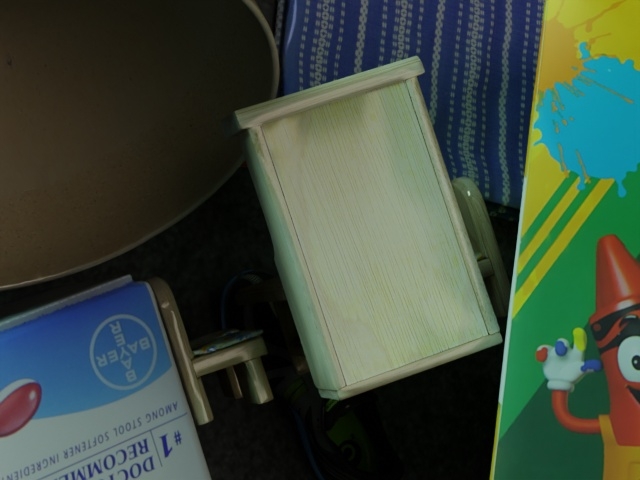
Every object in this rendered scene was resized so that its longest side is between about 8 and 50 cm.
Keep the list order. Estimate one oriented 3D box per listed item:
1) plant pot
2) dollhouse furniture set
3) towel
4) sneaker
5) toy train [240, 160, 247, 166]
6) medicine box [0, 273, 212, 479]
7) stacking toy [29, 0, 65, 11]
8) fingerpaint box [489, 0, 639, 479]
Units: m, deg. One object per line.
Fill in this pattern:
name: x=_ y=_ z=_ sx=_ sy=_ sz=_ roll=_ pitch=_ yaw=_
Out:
plant pot: x=-0.189 y=-0.127 z=0.883 sx=0.284 sy=0.284 sz=0.191 roll=-2 pitch=54 yaw=-36
dollhouse furniture set: x=0.000 y=0.000 z=0.939 sx=0.212 sy=0.242 sz=0.161 roll=-18 pitch=91 yaw=-15
towel: x=0.113 y=-0.146 z=1.213 sx=0.336 sy=0.040 sz=0.243 roll=12 pitch=78 yaw=-34
sneaker: x=0.000 y=0.097 z=1.081 sx=0.067 sy=0.078 sz=0.188 roll=-38 pitch=100 yaw=-31
toy train: x=-0.060 y=-0.068 z=1.040 sx=0.046 sy=0.166 sz=0.125 roll=-56 pitch=145 yaw=9
medicine box: x=-0.196 y=0.198 z=0.891 sx=0.263 sy=0.149 sz=0.289 roll=-22 pitch=97 yaw=-35
stacking toy: x=-0.120 y=-0.282 z=1.012 sx=0.175 sy=0.166 sz=0.301 roll=27 pitch=85 yaw=-41
fingerpaint box: x=0.220 y=0.034 z=1.006 sx=0.445 sy=0.163 sz=0.371 roll=-2 pitch=99 yaw=-78
